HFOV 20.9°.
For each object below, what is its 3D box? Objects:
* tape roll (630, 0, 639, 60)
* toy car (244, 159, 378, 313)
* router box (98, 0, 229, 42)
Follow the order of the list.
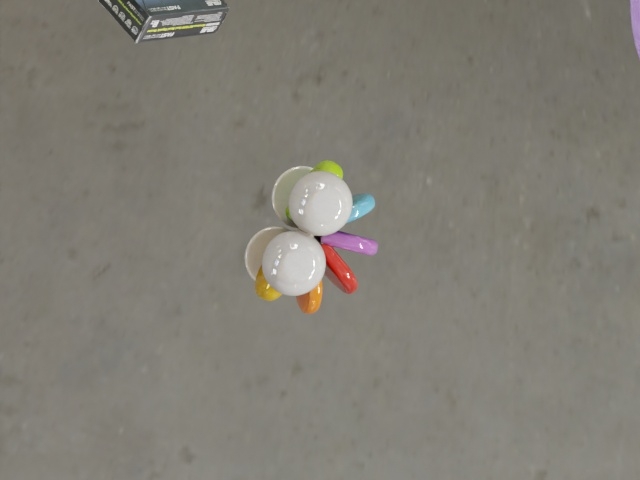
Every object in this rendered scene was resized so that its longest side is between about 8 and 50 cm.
[{"bbox_3d":[0.364,-0.175,1.248,0.275,0.090,0.274,12,110,36],"label":"tape roll"},{"bbox_3d":[0.000,0.000,2.056,0.136,0.159,0.182,24,88,-14],"label":"toy car"},{"bbox_3d":[-0.168,-0.252,1.805,0.092,0.122,0.038,48,127,21],"label":"router box"}]
